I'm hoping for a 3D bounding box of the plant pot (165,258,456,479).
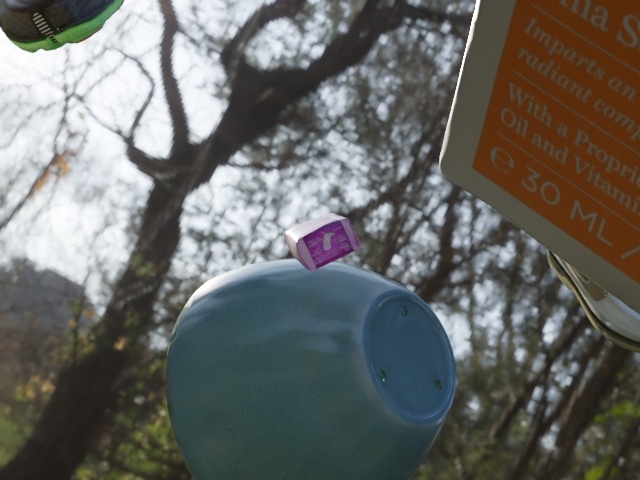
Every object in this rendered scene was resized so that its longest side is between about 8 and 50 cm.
[{"bbox_3d":[0.019,0.140,1.155,0.290,0.290,0.195,35,-40,-31],"label":"plant pot"}]

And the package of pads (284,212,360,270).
[{"bbox_3d":[0.000,0.000,0.959,0.032,0.050,0.083,65,-5,-8],"label":"package of pads"}]

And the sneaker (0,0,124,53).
[{"bbox_3d":[-0.373,-0.445,1.522,0.185,0.483,0.202,-17,-33,9],"label":"sneaker"}]

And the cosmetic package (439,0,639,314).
[{"bbox_3d":[0.206,-0.156,0.369,0.230,0.161,0.453,39,-37,27],"label":"cosmetic package"}]

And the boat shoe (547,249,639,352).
[{"bbox_3d":[0.381,0.040,1.488,0.302,0.113,0.103,48,-24,54],"label":"boat shoe"}]
